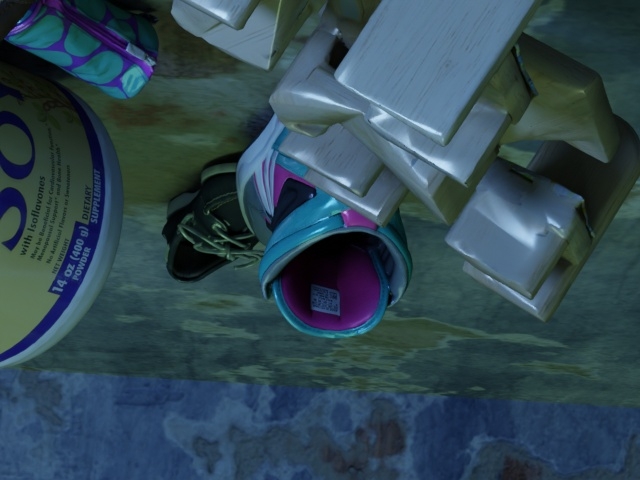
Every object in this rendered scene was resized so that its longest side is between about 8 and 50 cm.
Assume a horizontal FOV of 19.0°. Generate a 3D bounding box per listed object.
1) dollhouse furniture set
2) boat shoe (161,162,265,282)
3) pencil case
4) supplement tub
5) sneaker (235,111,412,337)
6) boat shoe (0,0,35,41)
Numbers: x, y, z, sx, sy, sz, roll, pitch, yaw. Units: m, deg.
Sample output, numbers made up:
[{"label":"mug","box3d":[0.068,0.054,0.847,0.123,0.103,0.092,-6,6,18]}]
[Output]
[{"label":"dollhouse furniture set","box3d":[0.162,-0.106,1.093,0.394,0.256,0.362,31,173,22]},{"label":"boat shoe","box3d":[-0.091,-0.016,1.806,0.095,0.079,0.254,14,163,-24]},{"label":"pencil case","box3d":[-0.170,-0.148,1.305,0.070,0.064,0.152,14,174,31]},{"label":"supplement tub","box3d":[-0.333,-0.046,1.400,0.241,0.241,0.331,-6,164,35]},{"label":"sneaker","box3d":[0.000,0.000,1.565,0.124,0.178,0.295,3,159,-11]},{"label":"boat shoe","box3d":[-0.275,-0.208,1.023,0.123,0.123,0.342,-41,133,12]}]
